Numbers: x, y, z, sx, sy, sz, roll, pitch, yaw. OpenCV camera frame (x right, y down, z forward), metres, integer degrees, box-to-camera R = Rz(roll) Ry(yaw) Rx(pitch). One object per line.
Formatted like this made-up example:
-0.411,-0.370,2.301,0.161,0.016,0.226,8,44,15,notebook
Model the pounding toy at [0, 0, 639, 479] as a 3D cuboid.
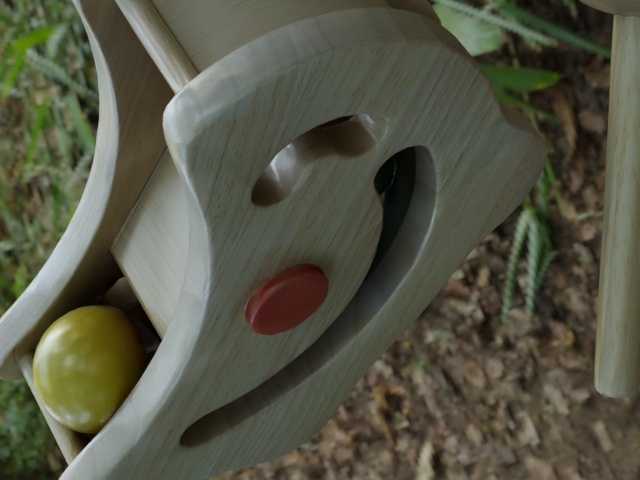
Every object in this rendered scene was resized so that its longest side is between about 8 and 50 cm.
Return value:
0.000,0.000,0.403,0.269,0.154,0.155,-52,56,28,pounding toy
